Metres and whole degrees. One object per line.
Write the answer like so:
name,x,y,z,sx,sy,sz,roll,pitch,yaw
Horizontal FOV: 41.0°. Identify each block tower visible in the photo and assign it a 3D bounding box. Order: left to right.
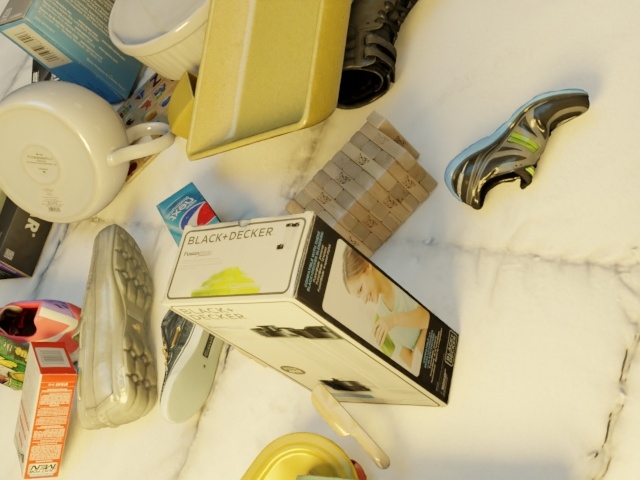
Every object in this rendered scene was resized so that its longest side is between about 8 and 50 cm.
block tower,0.000,0.000,1.075,0.335,0.091,0.097,-48,45,3

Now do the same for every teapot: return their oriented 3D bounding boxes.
teapot,-0.412,-0.164,1.431,0.252,0.256,0.187,-45,6,35

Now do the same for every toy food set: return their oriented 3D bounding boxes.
toy food set,-0.014,0.278,0.927,0.128,0.071,0.218,37,90,22

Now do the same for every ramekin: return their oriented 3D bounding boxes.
ramekin,-0.225,-0.398,1.482,0.273,0.127,0.272,-19,50,24

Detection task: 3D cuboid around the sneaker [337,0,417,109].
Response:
sneaker,0.093,-0.299,1.193,0.296,0.105,0.147,-44,45,17

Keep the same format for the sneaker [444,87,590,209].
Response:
sneaker,0.233,-0.104,0.987,0.188,0.067,0.078,-38,66,10

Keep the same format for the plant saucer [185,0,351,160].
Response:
plant saucer,-0.061,-0.282,1.211,0.333,0.081,0.332,-6,74,55

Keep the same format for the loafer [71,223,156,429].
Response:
loafer,-0.307,0.117,1.228,0.112,0.112,0.319,-22,51,15

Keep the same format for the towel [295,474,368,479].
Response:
towel,0.063,0.403,0.758,0.272,0.040,0.370,-5,67,31

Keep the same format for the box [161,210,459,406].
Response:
box,0.000,0.081,0.878,0.169,0.290,0.087,-4,60,36

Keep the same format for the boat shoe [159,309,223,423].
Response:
boat shoe,-0.183,0.156,1.141,0.083,0.065,0.183,-4,53,37

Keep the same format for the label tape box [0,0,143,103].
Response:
label tape box,-0.417,-0.458,1.602,0.106,0.241,0.333,-2,59,40

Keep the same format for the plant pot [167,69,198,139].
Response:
plant pot,-0.204,-0.208,1.386,0.083,0.081,0.081,-44,43,26

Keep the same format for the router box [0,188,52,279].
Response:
router box,-0.589,-0.076,1.602,0.243,0.081,0.308,-6,59,36

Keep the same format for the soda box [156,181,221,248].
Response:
soda box,-0.161,-0.001,1.185,0.067,0.071,0.210,-35,35,-5

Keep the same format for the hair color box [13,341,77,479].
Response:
hair color box,-0.385,0.235,1.192,0.093,0.053,0.167,43,121,54

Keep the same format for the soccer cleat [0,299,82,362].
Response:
soccer cleat,-0.488,0.141,1.351,0.318,0.116,0.108,-8,58,34

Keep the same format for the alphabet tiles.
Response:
alphabet tiles,-0.284,-0.233,1.515,0.237,0.009,0.198,-42,44,8

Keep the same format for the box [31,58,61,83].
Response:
box,-0.511,-0.374,1.730,0.184,0.045,0.190,-10,73,31

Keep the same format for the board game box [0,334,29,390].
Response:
board game box,-0.502,0.158,1.248,0.136,0.260,0.030,-13,54,33
